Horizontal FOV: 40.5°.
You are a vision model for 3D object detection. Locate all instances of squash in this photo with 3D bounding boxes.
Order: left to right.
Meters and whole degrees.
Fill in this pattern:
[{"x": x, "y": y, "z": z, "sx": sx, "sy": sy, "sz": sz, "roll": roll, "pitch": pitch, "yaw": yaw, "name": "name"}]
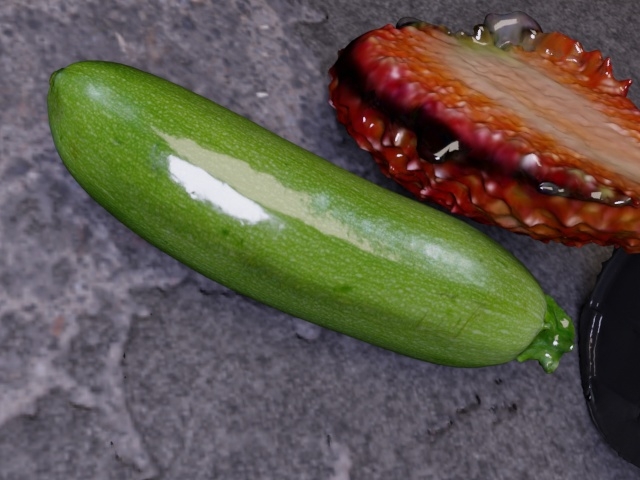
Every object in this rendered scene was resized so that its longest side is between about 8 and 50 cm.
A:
[{"x": 0.000, "y": 0.000, "z": 0.572, "sx": 0.395, "sy": 0.107, "sz": 0.107, "roll": 25, "pitch": 53, "yaw": -13, "name": "squash"}]

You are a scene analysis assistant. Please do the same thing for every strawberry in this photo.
[{"x": 0.137, "y": -0.053, "z": 0.619, "sx": 0.234, "sy": 0.137, "sz": 0.306, "roll": -2, "pitch": 37, "yaw": -20, "name": "strawberry"}]

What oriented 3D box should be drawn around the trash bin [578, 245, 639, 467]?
[{"x": 0.371, "y": 0.104, "z": 0.642, "sx": 0.302, "sy": 0.203, "sz": 0.251, "roll": 16, "pitch": 79, "yaw": -18, "name": "trash bin"}]
